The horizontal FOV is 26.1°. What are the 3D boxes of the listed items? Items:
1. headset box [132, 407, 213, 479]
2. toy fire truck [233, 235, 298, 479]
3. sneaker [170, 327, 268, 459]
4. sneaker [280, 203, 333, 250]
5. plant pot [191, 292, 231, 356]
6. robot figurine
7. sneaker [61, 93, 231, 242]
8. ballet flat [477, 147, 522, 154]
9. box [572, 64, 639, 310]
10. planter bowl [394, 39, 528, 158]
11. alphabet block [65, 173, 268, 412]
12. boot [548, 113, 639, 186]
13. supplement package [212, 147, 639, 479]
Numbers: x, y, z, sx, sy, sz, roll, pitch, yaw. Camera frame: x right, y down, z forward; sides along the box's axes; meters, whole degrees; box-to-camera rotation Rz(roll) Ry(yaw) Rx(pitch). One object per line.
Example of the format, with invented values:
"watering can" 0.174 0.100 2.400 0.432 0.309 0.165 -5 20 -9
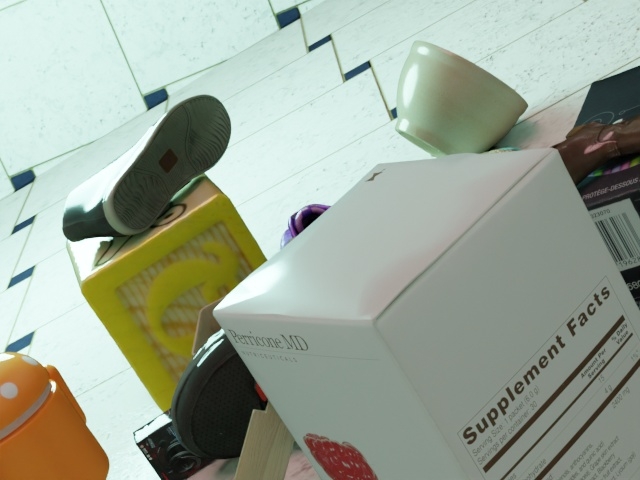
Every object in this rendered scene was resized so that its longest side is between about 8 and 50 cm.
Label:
"headset box" -0.134 0.196 1.368 0.083 0.062 0.032 -31 20 -3
"toy fire truck" 0.023 0.145 1.144 0.158 0.217 0.246 -52 -14 -44
"sneaker" 0.008 0.115 1.269 0.341 0.125 0.139 -30 24 11
"sneaker" 0.000 0.000 1.585 0.095 0.104 0.236 -35 19 -7
"plant pot" -0.058 0.107 1.421 0.109 0.096 0.109 -27 21 11
"robot figurine" -0.293 0.202 1.350 0.158 0.219 0.128 -38 20 -20
"sneaker" -0.197 -0.084 1.532 0.118 0.083 0.222 -11 29 45
"ballet flat" 0.146 -0.055 1.565 0.206 0.073 0.067 -16 38 45
"box" 0.311 -0.050 1.193 0.165 0.143 0.270 -19 23 31
"planter bowl" 0.157 -0.158 1.691 0.109 0.162 0.162 -59 22 0
"alphabet block" -0.157 0.050 1.563 0.192 0.193 0.197 -34 20 -4
"boot" 0.238 -0.073 1.088 0.114 0.037 0.106 -9 32 39
"supplement package" 0.103 0.110 0.886 0.175 0.293 0.177 -42 21 -28
